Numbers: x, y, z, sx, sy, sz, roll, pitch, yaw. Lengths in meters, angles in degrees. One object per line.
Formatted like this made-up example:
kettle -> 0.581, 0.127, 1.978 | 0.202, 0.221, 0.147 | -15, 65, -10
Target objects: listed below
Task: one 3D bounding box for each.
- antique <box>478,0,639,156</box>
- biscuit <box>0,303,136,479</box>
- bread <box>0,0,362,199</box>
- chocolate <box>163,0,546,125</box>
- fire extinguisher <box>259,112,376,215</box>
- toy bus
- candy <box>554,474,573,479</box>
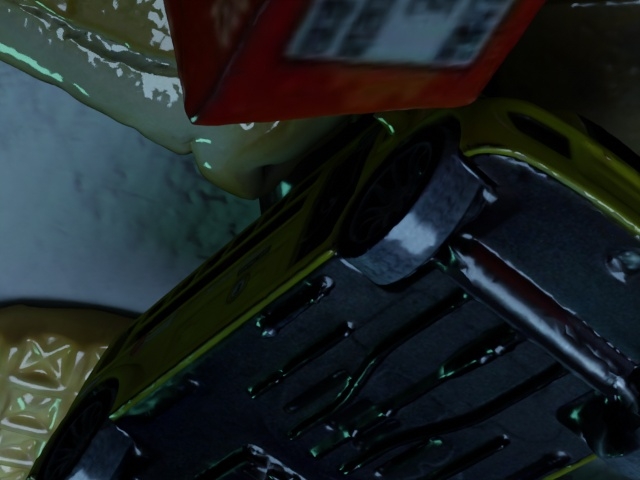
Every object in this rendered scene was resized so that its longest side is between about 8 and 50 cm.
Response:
antique -> 0.214, -0.096, 0.639 | 0.310, 0.087, 0.093 | -3, 133, 1
biscuit -> -0.174, 0.119, 0.868 | 0.309, 0.040, 0.204 | -9, 134, 6
bread -> -0.065, -0.110, 0.601 | 0.225, 0.081, 0.134 | 28, 124, -11
chocolate -> 0.027, -0.185, 0.448 | 0.108, 0.234, 0.237 | 11, 134, -27
fire extinguisher -> 0.000, 0.000, 0.742 | 0.089, 0.072, 0.267 | 26, 142, 27
toy bus -> 0.018, 0.043, 0.617 | 0.145, 0.151, 0.331 | 38, 132, -17
candy -> 0.125, 0.335, 0.930 | 0.427, 0.186, 0.386 | -17, 123, -15
